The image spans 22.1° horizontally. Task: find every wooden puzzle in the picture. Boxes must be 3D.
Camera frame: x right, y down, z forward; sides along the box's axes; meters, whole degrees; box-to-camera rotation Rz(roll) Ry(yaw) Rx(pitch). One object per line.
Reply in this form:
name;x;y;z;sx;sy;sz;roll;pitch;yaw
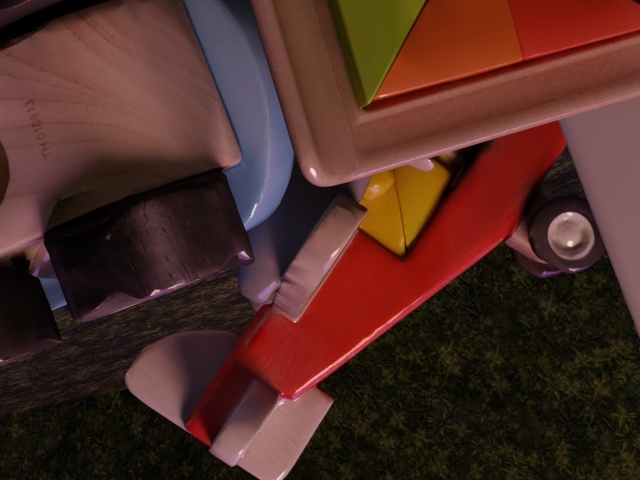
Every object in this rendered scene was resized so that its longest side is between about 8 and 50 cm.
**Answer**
wooden puzzle;0.073;-0.160;0.777;0.239;0.221;0.044;-17;-178;-16

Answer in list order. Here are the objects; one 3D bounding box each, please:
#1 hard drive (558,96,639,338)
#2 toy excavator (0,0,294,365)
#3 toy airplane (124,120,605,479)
hard drive;0.206;-0.119;0.862;0.047;0.353;0.233;-13;170;-36
toy excavator;-0.171;-0.048;1.108;0.433;0.222;0.445;-21;179;27
toy airplane;0.000;0.000;1.287;0.386;0.272;0.384;-37;178;43
